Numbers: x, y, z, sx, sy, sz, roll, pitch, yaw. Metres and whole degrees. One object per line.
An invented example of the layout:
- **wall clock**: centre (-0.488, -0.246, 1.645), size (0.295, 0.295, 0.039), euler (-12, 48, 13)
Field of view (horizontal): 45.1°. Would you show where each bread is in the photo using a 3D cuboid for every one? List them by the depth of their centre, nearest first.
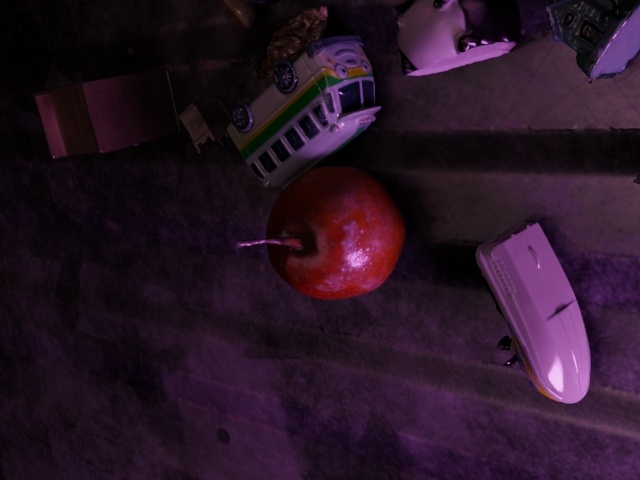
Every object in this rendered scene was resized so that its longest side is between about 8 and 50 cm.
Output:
- **bread**: centre (-0.176, -0.467, 1.396), size (0.214, 0.053, 0.073), euler (52, 175, 18)

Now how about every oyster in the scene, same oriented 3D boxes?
- **oyster**: centre (-0.051, -0.342, 1.306), size (0.177, 0.105, 0.056), euler (-23, 120, 43)

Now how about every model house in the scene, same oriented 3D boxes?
- **model house**: centre (0.351, -0.304, 0.983), size (0.148, 0.119, 0.148), euler (46, 130, 27)

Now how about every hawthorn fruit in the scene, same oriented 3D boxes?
- **hawthorn fruit**: centre (0.024, 0.001, 1.298), size (0.235, 0.263, 0.231), euler (-2, 130, 13)

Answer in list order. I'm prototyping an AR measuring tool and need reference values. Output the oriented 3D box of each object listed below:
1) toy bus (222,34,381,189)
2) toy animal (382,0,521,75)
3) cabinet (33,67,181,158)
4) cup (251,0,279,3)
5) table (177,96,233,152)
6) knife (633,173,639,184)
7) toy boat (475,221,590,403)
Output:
- **toy bus**: centre (-0.024, -0.213, 1.313), size (0.276, 0.133, 0.164), euler (-33, 84, 44)
- **toy animal**: centre (0.171, -0.356, 1.069), size (0.187, 0.165, 0.235), euler (-10, 101, 53)
- **cabinet**: centre (-0.432, -0.259, 1.585), size (0.175, 0.215, 0.148), euler (1, 108, 39)
- **cup**: centre (-0.121, -0.502, 1.280), size (0.223, 0.169, 0.176), euler (-126, 44, -53)
- **table**: centre (-0.219, -0.226, 1.508), size (0.062, 0.079, 0.083), euler (-32, 86, 41)
- **knife**: centre (0.507, -0.113, 0.982), size (0.230, 0.028, 0.060), euler (-26, 77, 46)
- **toy boat**: centre (0.313, 0.112, 1.156), size (0.141, 0.141, 0.269), euler (-8, 103, 42)
